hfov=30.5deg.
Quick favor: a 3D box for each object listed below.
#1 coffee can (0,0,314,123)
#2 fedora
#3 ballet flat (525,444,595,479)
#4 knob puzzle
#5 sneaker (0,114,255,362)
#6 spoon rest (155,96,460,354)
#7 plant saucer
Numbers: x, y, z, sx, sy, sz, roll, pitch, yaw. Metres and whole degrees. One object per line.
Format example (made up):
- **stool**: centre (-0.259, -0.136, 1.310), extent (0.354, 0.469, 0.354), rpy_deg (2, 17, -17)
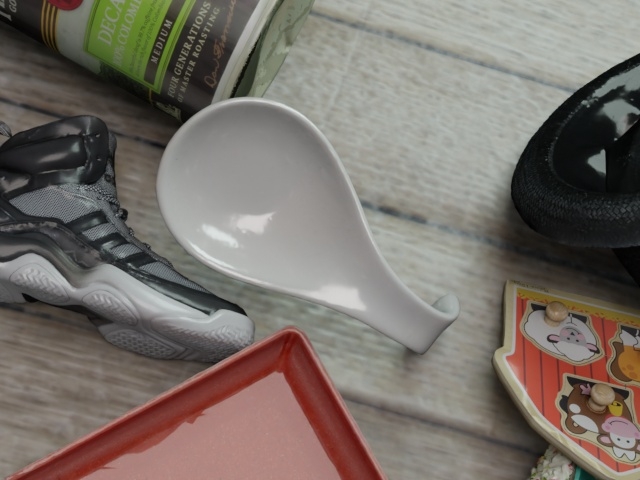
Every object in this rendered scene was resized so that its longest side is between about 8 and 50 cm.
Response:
- **coffee can**: centre (-0.152, -0.231, 0.950), extent (0.275, 0.201, 0.201), rpy_deg (29, 68, 1)
- **fedora**: centre (0.326, -0.053, 0.976), extent (0.334, 0.334, 0.152), rpy_deg (-36, 115, -19)
- **ballet flat**: centre (0.168, 0.252, 0.900), extent (0.077, 0.091, 0.241), rpy_deg (-1, 63, 21)
- **knob puzzle**: centre (0.233, 0.112, 0.941), extent (0.213, 0.030, 0.213), rpy_deg (10, 42, -9)
- **sneaker**: centre (-0.164, -0.009, 0.922), extent (0.268, 0.101, 0.153), rpy_deg (19, 66, -4)
- **spoon rest**: centre (0.000, 0.000, 0.901), extent (0.276, 0.084, 0.137), rpy_deg (36, 100, -19)
- **plant saucer**: centre (-0.067, 0.234, 0.873), extent (0.258, 0.048, 0.259), rpy_deg (-27, 82, -18)
